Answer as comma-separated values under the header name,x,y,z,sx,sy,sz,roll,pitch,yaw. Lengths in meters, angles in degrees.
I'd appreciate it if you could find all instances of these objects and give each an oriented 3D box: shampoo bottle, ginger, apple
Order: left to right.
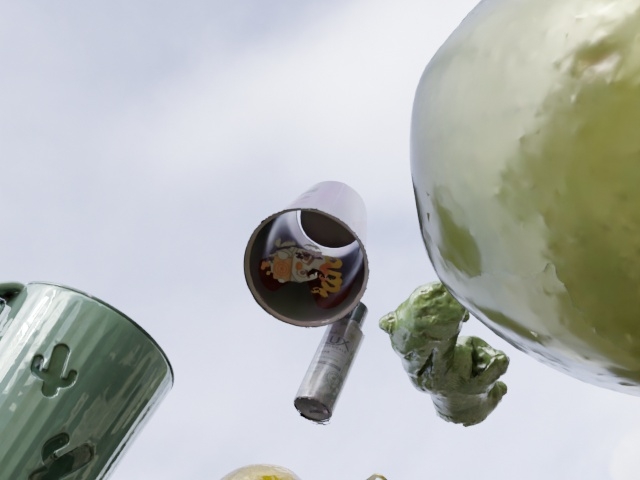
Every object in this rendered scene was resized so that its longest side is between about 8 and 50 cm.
name,x,y,z,sx,sy,sz,roll,pitch,yaw
shampoo bottle,0.023,0.184,1.320,0.072,0.072,0.214,64,-142,-35
ginger,0.176,0.155,1.131,0.290,0.137,0.089,52,-136,-35
apple,0.304,-0.072,0.760,0.473,0.473,0.474,-13,-60,-24

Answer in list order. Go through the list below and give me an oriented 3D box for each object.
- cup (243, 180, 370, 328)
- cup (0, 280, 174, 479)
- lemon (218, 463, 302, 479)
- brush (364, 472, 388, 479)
name,x,y,z,sx,sy,sz,roll,pitch,yaw
cup,0.000,0.000,1.395,0.202,0.288,0.203,3,-71,8
cup,-0.488,0.276,1.316,0.310,0.400,0.392,101,-168,-50
lemon,-0.091,0.462,1.376,0.244,0.187,0.187,9,-71,-28
brush,0.052,0.389,1.264,0.011,0.083,0.205,-43,-5,-39
